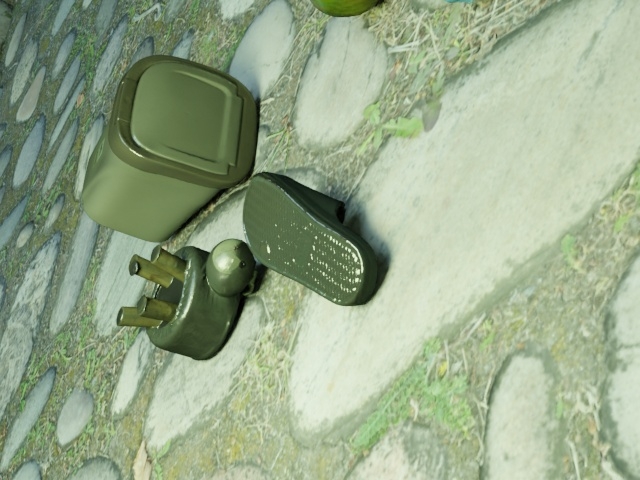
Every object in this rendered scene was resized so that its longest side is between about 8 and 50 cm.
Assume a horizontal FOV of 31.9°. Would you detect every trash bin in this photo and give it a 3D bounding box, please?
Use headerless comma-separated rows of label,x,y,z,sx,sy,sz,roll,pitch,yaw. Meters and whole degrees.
trash bin,-0.255,-0.135,1.799,0.250,0.219,0.220,-44,32,47

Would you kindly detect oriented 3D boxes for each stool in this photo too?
stool,-0.188,0.063,1.589,0.228,0.139,0.153,-57,30,23

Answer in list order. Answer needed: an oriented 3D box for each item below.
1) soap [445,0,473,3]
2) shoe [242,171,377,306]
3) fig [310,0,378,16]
soap,0.174,-0.435,1.338,0.293,0.156,0.077,-64,-16,1
shoe,0.000,0.000,1.380,0.241,0.093,0.108,36,118,40
fig,0.075,-0.419,1.551,0.245,0.149,0.149,-37,28,-6
